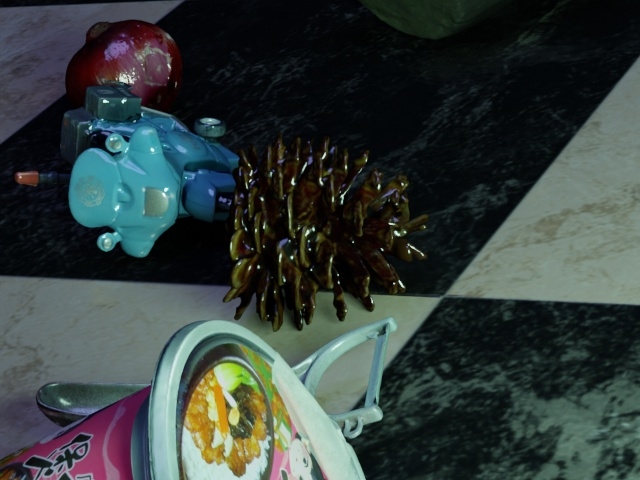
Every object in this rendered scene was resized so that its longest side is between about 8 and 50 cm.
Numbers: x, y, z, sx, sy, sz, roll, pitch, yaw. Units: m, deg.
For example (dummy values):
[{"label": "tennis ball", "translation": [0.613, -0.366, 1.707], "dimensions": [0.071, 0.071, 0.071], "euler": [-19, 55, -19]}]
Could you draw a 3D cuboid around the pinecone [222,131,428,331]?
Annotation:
[{"label": "pinecone", "translation": [0.005, -0.006, 1.615], "dimensions": [0.165, 0.163, 0.163], "euler": [0, 26, 1]}]

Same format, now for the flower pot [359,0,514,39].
[{"label": "flower pot", "translation": [0.143, -0.365, 2.126], "dimensions": [0.379, 0.379, 0.251], "euler": [17, 61, 48]}]

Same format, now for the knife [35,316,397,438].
[{"label": "knife", "translation": [-0.080, 0.124, 1.497], "dimensions": [0.278, 0.053, 0.123], "euler": [-8, 31, 16]}]

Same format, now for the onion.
[{"label": "onion", "translation": [-0.206, -0.173, 2.092], "dimensions": [0.131, 0.131, 0.131], "euler": [-12, 26, 6]}]

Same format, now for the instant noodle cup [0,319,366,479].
[{"label": "instant noodle cup", "translation": [-0.098, 0.195, 1.176], "dimensions": [0.182, 0.258, 0.302], "euler": [-21, -12, 20]}]

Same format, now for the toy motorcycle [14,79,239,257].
[{"label": "toy motorcycle", "translation": [-0.170, -0.068, 1.878], "dimensions": [0.182, 0.123, 0.272], "euler": [-3, 20, -29]}]
